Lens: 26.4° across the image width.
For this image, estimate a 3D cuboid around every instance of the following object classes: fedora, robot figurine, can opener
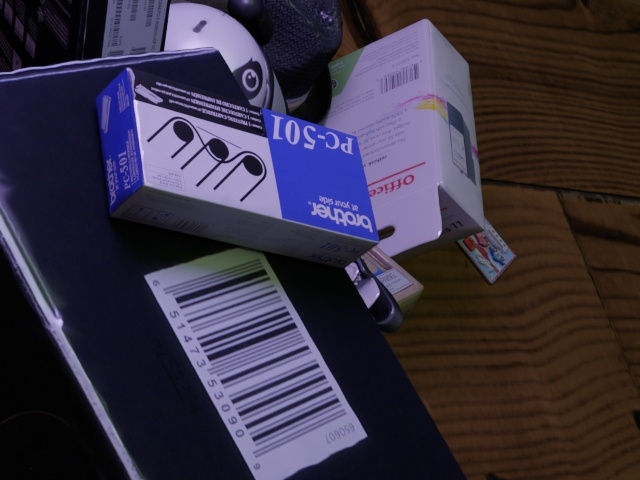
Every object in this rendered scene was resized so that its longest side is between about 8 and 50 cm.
[{"bbox_3d":[-0.080,-0.296,1.688,0.334,0.152,0.334,24,46,-29],"label":"fedora"},{"bbox_3d":[-0.122,-0.136,1.423,0.278,0.173,0.209,61,17,-75],"label":"robot figurine"},{"bbox_3d":[0.000,0.000,1.493,0.093,0.074,0.280,43,14,-47],"label":"can opener"}]

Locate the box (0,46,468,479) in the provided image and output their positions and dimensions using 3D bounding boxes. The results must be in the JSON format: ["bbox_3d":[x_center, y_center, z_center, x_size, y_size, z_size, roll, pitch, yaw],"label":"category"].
[{"bbox_3d":[-0.191,0.183,1.069,0.297,0.472,0.480,-18,74,-50],"label":"box"}]

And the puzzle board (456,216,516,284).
[{"bbox_3d":[0.228,-0.007,1.980,0.128,0.011,0.096,52,39,-2],"label":"puzzle board"}]

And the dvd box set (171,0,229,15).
[{"bbox_3d":[-0.300,-0.257,1.422,0.420,0.307,0.062,15,46,-37],"label":"dvd box set"}]

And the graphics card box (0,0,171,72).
[{"bbox_3d":[-0.238,-0.172,1.267,0.094,0.371,0.233,-13,45,-28],"label":"graphics card box"}]

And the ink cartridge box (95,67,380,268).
[{"bbox_3d":[-0.056,-0.048,0.968,0.207,0.046,0.097,14,53,-38],"label":"ink cartridge box"}]

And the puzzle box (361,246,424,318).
[{"bbox_3d":[-0.104,0.039,1.462,0.272,0.052,0.409,40,35,21],"label":"puzzle box"}]

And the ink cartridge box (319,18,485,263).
[{"bbox_3d":[0.089,-0.088,1.740,0.119,0.207,0.353,41,37,-42],"label":"ink cartridge box"}]
